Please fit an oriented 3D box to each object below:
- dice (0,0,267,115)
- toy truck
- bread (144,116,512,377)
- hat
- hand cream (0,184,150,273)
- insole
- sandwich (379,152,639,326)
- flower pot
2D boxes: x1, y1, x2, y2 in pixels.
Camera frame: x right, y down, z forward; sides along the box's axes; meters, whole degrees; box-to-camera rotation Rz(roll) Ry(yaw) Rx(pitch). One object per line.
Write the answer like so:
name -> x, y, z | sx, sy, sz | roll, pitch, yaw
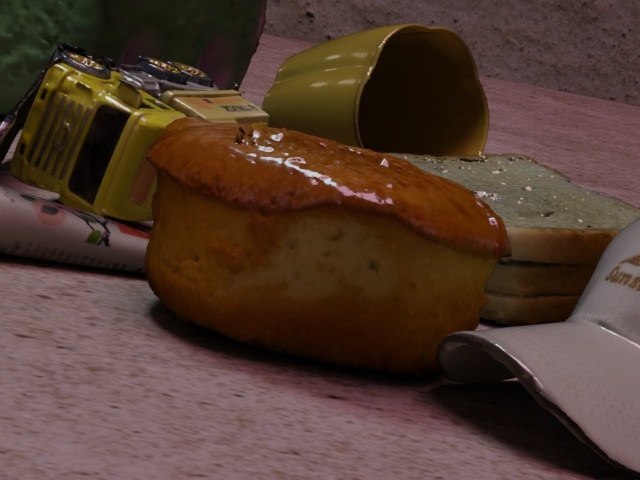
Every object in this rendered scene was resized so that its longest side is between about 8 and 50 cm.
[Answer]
dice -> -0.258, -0.295, 2.095 | 0.318, 0.322, 0.330 | 18, 14, 29
toy truck -> -0.135, -0.079, 1.663 | 0.157, 0.124, 0.272 | 28, 13, 22
bread -> 0.000, 0.000, 1.341 | 0.268, 0.145, 0.268 | 15, 9, -2
hat -> 0.223, 0.047, 1.275 | 0.301, 0.168, 0.258 | -1, 12, -36
hand cream -> -0.172, -0.001, 1.425 | 0.234, 0.050, 0.080 | 13, 5, -28
insole -> -0.262, -0.101, 1.660 | 0.009, 0.119, 0.348 | 29, 14, -7
sandwich -> 0.157, -0.002, 1.653 | 0.249, 0.095, 0.273 | 1, 16, -33
flower pot -> 0.046, -0.127, 1.975 | 0.195, 0.195, 0.179 | 2, 2, -43
